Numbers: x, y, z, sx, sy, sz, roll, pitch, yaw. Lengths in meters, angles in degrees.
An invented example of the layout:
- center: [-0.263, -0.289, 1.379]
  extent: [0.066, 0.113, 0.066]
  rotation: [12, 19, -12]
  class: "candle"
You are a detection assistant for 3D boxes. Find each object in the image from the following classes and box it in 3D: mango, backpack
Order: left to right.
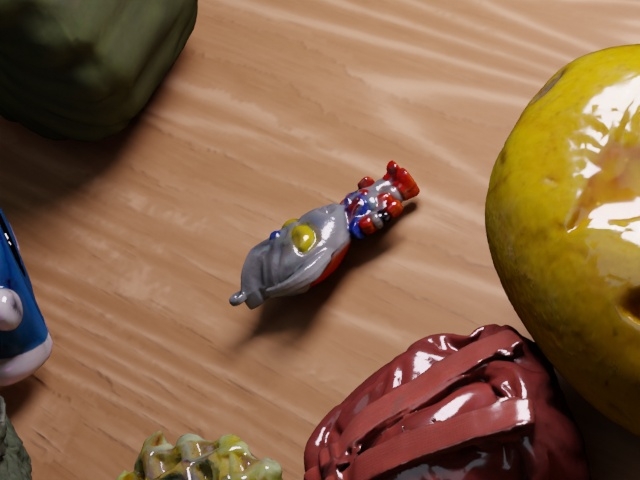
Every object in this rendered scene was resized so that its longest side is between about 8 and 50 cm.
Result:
- center: [0.087, 0.167, 1.473]
  extent: [0.229, 0.139, 0.229]
  rotation: [-18, 46, 19]
  class: "backpack"
- center: [0.265, 0.011, 1.460]
  extent: [0.253, 0.182, 0.365]
  rotation: [-29, 55, 5]
  class: "mango"

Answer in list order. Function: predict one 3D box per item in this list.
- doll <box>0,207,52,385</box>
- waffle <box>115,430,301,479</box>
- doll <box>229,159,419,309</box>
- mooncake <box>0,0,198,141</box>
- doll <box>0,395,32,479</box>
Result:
- center: [-0.430, 0.053, 1.816]
  extent: [0.310, 0.240, 0.284]
  rotation: [-21, 39, -6]
  class: "doll"
- center: [-0.124, 0.254, 1.622]
  extent: [0.204, 0.054, 0.223]
  rotation: [11, 63, 42]
  class: "waffle"
- center: [0.000, 0.000, 1.743]
  extent: [0.195, 0.062, 0.104]
  rotation: [-36, 42, -4]
  class: "doll"
- center: [-0.307, -0.250, 1.972]
  extent: [0.356, 0.356, 0.194]
  rotation: [14, 70, 43]
  class: "mooncake"
- center: [-0.346, 0.277, 1.648]
  extent: [0.247, 0.247, 0.349]
  rotation: [-22, 35, 21]
  class: "doll"
